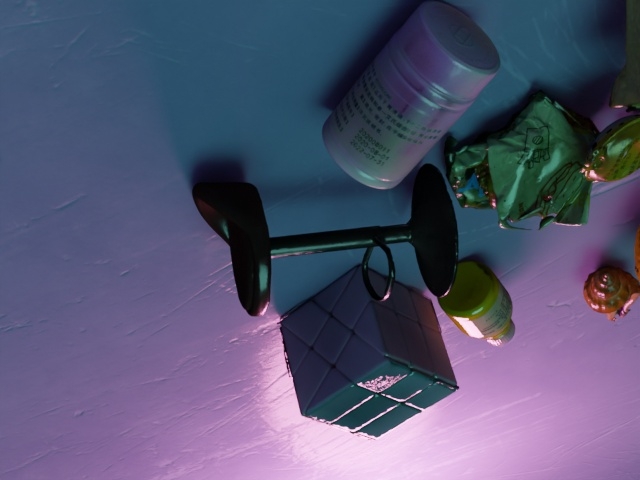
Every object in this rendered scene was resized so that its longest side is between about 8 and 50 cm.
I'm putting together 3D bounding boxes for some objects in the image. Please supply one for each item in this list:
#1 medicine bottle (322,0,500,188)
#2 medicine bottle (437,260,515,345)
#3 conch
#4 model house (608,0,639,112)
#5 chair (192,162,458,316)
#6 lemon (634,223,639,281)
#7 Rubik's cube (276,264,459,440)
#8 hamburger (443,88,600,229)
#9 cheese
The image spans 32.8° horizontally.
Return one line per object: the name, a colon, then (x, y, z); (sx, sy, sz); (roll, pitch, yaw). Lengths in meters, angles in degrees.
medicine bottle: (0.130, -0.210, 1.592); (0.152, 0.152, 0.254); (14, 134, -33)
medicine bottle: (0.319, 0.136, 2.134); (0.121, 0.122, 0.212); (-26, 142, 15)
conch: (0.595, 0.107, 2.238); (0.109, 0.093, 0.330); (-40, 161, 3)
model house: (0.578, -0.319, 1.555); (0.321, 0.267, 0.261); (-5, -175, -25)
chair: (0.000, 0.000, 1.762); (0.400, 0.227, 0.227); (-5, 142, -13)
lemon: (0.717, 0.015, 1.995); (0.293, 0.293, 0.293); (-10, 143, -7)
Rubik's cube: (0.089, 0.218, 2.073); (0.231, 0.221, 0.224); (-36, 138, 25)
hamburger: (0.352, -0.103, 1.814); (0.276, 0.151, 0.260); (-30, 140, 19)
cheese: (0.511, -0.156, 1.742); (0.250, 0.064, 0.157); (-16, 150, -29)
